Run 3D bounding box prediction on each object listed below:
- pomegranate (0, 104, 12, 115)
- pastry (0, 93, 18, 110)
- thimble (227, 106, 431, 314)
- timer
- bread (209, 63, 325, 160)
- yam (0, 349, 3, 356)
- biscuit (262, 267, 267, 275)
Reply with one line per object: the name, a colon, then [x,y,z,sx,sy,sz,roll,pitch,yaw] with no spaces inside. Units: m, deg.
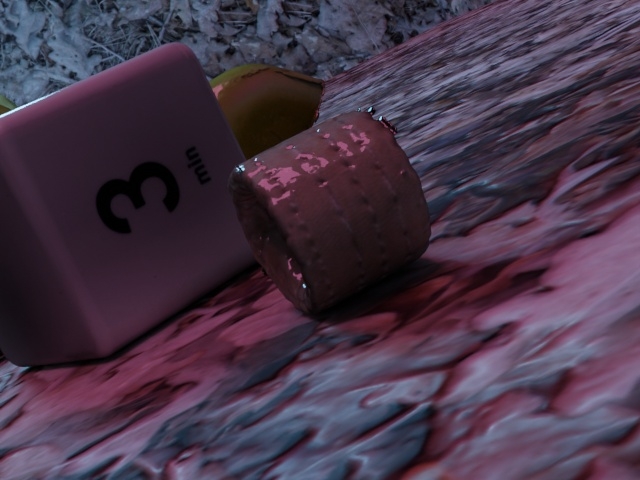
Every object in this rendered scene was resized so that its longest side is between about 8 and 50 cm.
pomegranate: [-0.407,-0.030,1.260,0.281,0.281,0.281,-25,10,5]
pastry: [-0.595,-0.058,1.689,0.388,0.388,0.313,-38,-24,-51]
thimble: [0.006,-0.018,0.643,0.090,0.102,0.115,-28,35,-13]
timer: [-0.185,-0.026,0.896,0.195,0.192,0.194,-33,12,-36]
bread: [-0.113,-0.148,1.466,0.260,0.156,0.158,-30,12,-28]
yam: [-0.247,0.053,1.089,0.327,0.045,0.045,-35,-20,-36]
biscuit: [0.000,0.000,0.817,0.089,0.016,0.046,-31,11,-26]
